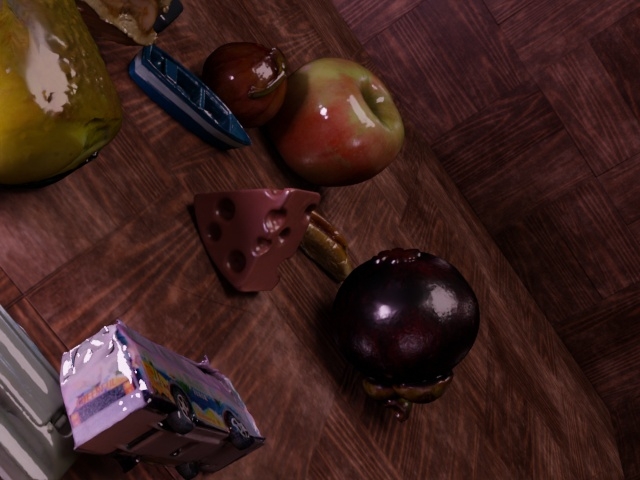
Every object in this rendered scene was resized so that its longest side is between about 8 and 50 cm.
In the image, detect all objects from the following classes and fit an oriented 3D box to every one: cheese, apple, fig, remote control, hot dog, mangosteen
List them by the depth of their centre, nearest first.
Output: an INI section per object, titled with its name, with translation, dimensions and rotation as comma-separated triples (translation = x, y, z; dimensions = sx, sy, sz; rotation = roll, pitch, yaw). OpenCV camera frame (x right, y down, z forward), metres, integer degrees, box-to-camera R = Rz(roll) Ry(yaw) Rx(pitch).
[remote control]
translation = -0.365, 0.107, 0.805
dimensions = 0.335, 0.065, 0.128
rotation = 54, 25, -10
[cheese]
translation = -0.110, 0.002, 1.377
dimensions = 0.128, 0.202, 0.177
rotation = 4, 85, -66
[mangosteen]
translation = 0.171, 0.191, 1.568
dimensions = 0.307, 0.306, 0.347
rotation = -30, 117, -68
[fig]
translation = -0.154, -0.345, 1.679
dimensions = 0.205, 0.205, 0.205
rotation = 45, 25, -28
[hot dog]
translation = 0.000, 0.000, 1.704
dimensions = 0.242, 0.073, 0.084
rotation = 43, 32, -32
[apple]
translation = 0.028, -0.279, 1.874
dimensions = 0.319, 0.277, 0.319
rotation = 34, 40, -34

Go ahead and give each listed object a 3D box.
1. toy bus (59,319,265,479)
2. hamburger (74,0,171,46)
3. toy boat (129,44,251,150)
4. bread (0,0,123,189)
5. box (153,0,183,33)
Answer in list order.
[toy bus]
translation = -0.183, 0.204, 0.938
dimensions = 0.138, 0.112, 0.317
rotation = 62, 5, 27
[hamburger]
translation = -0.407, -0.444, 1.253
dimensions = 0.330, 0.208, 0.162
rotation = 15, 91, -72
[toy boat]
translation = -0.254, -0.269, 1.537
dimensions = 0.299, 0.061, 0.096
rotation = 40, 28, -36
[bread]
translation = -0.416, -0.250, 1.006
dimensions = 0.377, 0.208, 0.251
rotation = 64, 27, 5
[box]
translation = -0.393, -0.554, 1.633
dimensions = 0.230, 0.050, 0.160
rotation = 50, 23, -20
